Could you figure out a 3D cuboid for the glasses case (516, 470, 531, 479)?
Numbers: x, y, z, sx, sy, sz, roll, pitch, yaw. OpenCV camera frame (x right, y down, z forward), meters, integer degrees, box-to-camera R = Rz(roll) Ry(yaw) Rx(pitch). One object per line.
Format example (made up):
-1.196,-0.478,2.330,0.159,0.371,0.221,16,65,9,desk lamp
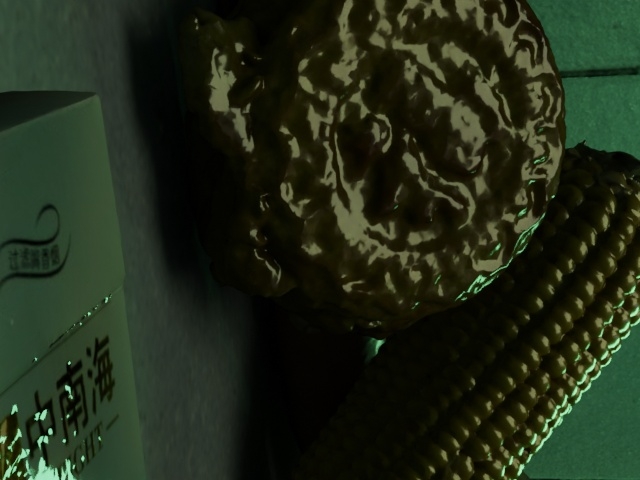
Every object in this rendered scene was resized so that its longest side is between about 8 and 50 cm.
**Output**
0.116,0.243,0.944,0.425,0.098,0.157,46,-54,56,glasses case

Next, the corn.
0.100,0.102,0.857,0.387,0.144,0.144,-54,163,-4,corn

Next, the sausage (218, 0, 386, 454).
0.000,0.000,0.887,0.094,0.094,0.419,-25,121,-33,sausage

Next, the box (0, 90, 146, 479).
-0.111,0.082,0.397,0.155,0.067,0.243,-59,146,-72,box

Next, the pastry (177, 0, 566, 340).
0.024,-0.057,0.751,0.132,0.235,0.240,25,-46,60,pastry
